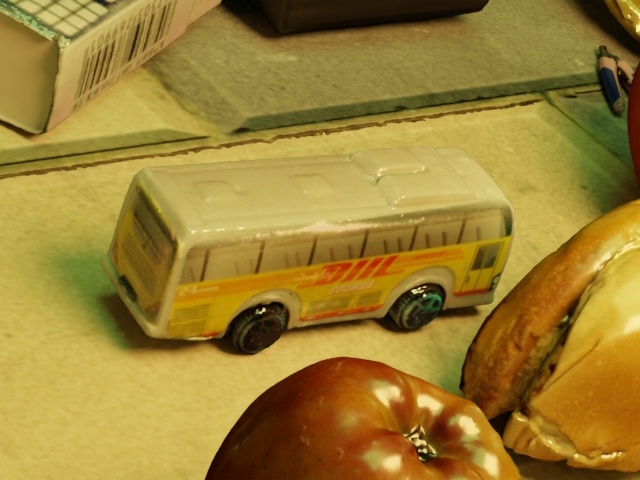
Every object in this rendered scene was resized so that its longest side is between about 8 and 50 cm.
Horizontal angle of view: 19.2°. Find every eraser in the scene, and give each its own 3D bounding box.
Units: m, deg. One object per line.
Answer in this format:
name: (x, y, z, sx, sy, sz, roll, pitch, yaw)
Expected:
eraser: (-0.176, -0.182, 1.383, 0.130, 0.086, 0.287, 28, 33, 11)

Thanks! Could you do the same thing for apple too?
apple: (0.013, 0.136, 0.931, 0.147, 0.158, 0.156, 12, 37, -8)

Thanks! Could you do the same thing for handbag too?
handbag: (-0.002, -0.251, 1.594, 0.246, 0.080, 0.223, -11, 35, -35)

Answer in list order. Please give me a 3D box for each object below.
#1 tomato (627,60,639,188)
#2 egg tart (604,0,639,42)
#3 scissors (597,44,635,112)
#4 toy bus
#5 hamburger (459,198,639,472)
tomato: (0.336, -0.069, 1.389, 0.259, 0.180, 0.260, 12, 31, -7)
egg tart: (0.395, -0.294, 1.680, 0.341, 0.132, 0.341, 3, 70, -9)
scissors: (0.256, -0.137, 1.607, 0.039, 0.012, 0.113, 11, 33, -13)
toy bus: (0.000, 0.000, 1.180, 0.268, 0.106, 0.092, -5, 41, -33)
hamburger: (0.216, 0.049, 1.172, 0.283, 0.157, 0.144, -14, 45, -44)
